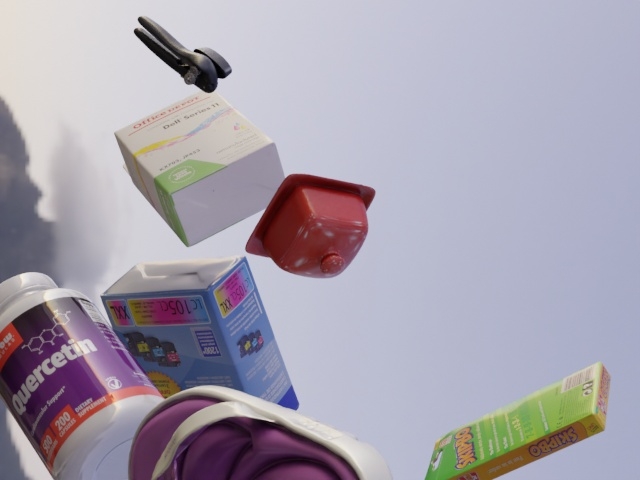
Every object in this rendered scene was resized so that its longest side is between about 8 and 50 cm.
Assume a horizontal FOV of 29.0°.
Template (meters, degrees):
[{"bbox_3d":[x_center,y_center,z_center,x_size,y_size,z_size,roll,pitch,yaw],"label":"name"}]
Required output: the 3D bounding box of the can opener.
[{"bbox_3d":[-0.236,-0.306,2.037,0.186,0.073,0.059,33,-59,15],"label":"can opener"}]

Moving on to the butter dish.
[{"bbox_3d":[0.000,0.000,1.746,0.160,0.159,0.118,-57,-139,31],"label":"butter dish"}]

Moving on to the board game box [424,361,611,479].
[{"bbox_3d":[0.248,0.247,1.578,0.039,0.259,0.124,55,28,-13],"label":"board game box"}]

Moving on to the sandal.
[{"bbox_3d":[-0.093,0.229,1.199,0.416,0.102,0.169,-8,-95,49],"label":"sandal"}]

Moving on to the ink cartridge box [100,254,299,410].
[{"bbox_3d":[-0.215,0.237,2.333,0.270,0.151,0.396,-5,-64,34],"label":"ink cartridge box"}]

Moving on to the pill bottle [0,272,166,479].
[{"bbox_3d":[-0.348,0.193,1.709,0.323,0.181,0.181,46,-41,32],"label":"pill bottle"}]

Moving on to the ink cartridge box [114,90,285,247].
[{"bbox_3d":[-0.226,-0.150,2.172,0.353,0.207,0.119,43,-24,52],"label":"ink cartridge box"}]
